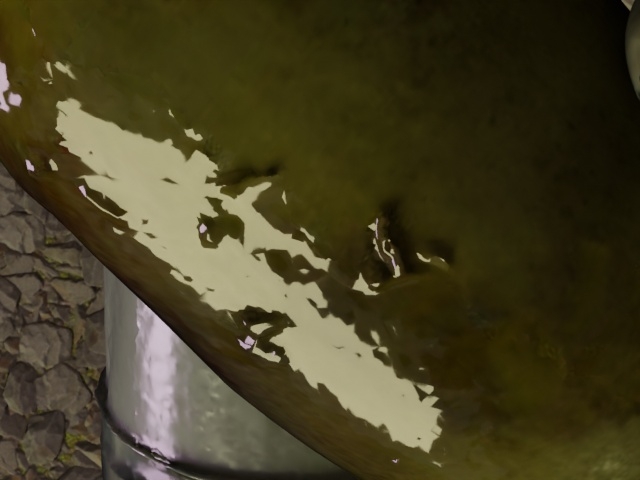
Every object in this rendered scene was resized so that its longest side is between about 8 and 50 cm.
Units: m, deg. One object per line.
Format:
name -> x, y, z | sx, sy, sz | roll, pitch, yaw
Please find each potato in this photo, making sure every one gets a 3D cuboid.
potato -> 0.007, -0.038, 0.554 | 0.307, 0.173, 0.210 | 46, 173, -5

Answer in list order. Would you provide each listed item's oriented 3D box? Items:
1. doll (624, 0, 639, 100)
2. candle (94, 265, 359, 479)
doll -> 0.169, -0.039, 0.469 | 0.180, 0.107, 0.110 | 25, 155, -12
candle -> 0.000, 0.000, 0.876 | 0.221, 0.342, 0.221 | 3, -162, -1
